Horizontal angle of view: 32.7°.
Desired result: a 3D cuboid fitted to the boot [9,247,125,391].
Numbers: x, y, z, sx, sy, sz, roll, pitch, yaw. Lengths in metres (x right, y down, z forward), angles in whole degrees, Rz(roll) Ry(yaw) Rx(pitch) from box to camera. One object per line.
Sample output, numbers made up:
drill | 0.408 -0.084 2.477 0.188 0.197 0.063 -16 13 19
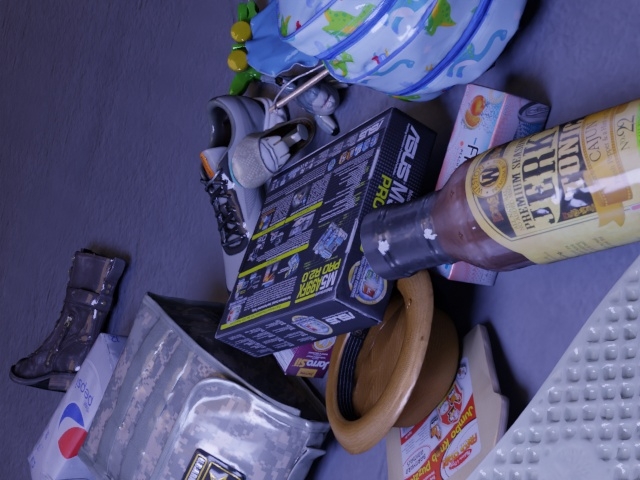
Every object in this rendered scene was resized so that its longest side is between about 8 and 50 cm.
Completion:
boot | -0.393 0.126 1.731 0.263 0.091 0.229 -3 74 49

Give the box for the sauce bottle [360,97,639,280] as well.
sauce bottle | 0.185 -0.033 0.901 0.344 0.111 0.112 -19 66 38

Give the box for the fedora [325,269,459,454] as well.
fedora | 0.077 0.117 1.052 0.194 0.079 0.194 -49 30 41

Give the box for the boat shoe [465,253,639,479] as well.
boat shoe | 0.251 0.125 0.699 0.500 0.156 0.187 -51 38 16

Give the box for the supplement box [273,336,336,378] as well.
supplement box | -0.009 0.109 1.224 0.083 0.055 0.043 -62 39 24

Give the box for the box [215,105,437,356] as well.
box | 0.000 0.000 1.152 0.270 0.060 0.216 -24 43 57

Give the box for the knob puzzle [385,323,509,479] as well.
knob puzzle | 0.123 0.203 1.021 0.213 0.030 0.213 -48 31 42

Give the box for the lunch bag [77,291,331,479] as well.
lunch bag | -0.129 0.233 1.266 0.287 0.168 0.235 37 108 43

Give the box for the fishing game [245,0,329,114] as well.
fishing game | -0.009 -0.268 1.298 0.189 0.041 0.264 -35 42 17

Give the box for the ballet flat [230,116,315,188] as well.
ballet flat | -0.052 -0.110 1.268 0.052 0.168 0.057 -22 105 28

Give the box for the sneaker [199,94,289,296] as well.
sneaker | -0.105 -0.053 1.351 0.100 0.108 0.272 -18 68 48

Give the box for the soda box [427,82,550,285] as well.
soda box | 0.152 -0.052 1.037 0.058 0.063 0.183 29 105 52

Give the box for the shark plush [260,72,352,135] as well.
shark plush | -0.023 -0.189 1.306 0.161 0.067 0.073 47 119 48

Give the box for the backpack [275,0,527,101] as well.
backpack | 0.073 -0.310 1.086 0.290 0.273 0.356 -25 74 41

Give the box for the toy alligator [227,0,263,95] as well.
toy alligator | -0.086 -0.272 1.432 0.051 0.056 0.190 4 81 12

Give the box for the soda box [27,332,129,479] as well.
soda box | -0.321 0.264 1.574 0.286 0.098 0.091 -55 43 29
